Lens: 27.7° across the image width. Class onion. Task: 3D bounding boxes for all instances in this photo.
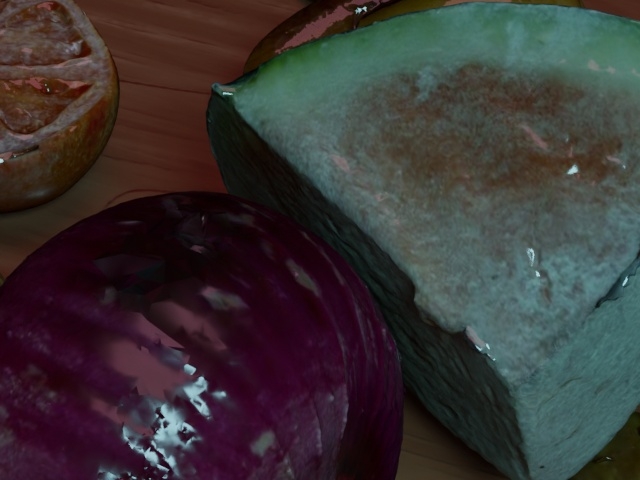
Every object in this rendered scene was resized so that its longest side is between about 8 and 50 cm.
[{"bbox_3d":[-0.067,0.089,0.665,0.272,0.230,0.256,4,39,5],"label":"onion"}]

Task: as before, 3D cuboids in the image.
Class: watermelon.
[{"bbox_3d":[0.114,0.010,0.738,0.387,0.228,0.258,3,78,10],"label":"watermelon"}]

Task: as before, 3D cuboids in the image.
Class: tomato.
[{"bbox_3d":[-0.264,-0.098,0.945,0.237,0.095,0.237,5,44,-5],"label":"tomato"}]

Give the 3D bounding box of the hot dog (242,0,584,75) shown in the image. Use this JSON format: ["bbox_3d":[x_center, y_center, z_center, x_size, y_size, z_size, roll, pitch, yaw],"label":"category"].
[{"bbox_3d":[0.083,-0.160,1.004,0.326,0.107,0.194,-18,30,-17],"label":"hot dog"}]

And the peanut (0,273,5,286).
[{"bbox_3d":[-0.249,0.026,0.837,0.113,0.054,0.054,17,41,8],"label":"peanut"}]

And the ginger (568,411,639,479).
[{"bbox_3d":[0.299,0.144,0.758,0.309,0.107,0.133,-3,54,-8],"label":"ginger"}]
